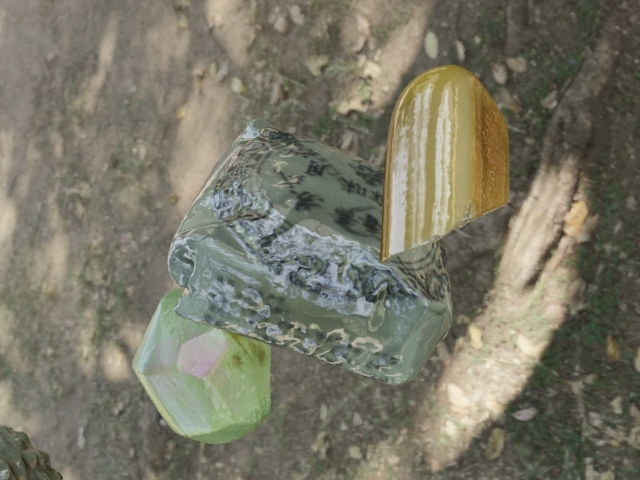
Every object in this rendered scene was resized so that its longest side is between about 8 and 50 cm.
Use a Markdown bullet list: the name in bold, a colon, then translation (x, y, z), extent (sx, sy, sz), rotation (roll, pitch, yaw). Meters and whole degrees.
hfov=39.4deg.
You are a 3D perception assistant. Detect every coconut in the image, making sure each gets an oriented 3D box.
- **coconut**: translation (-0.170, 0.177, 1.329), extent (0.204, 0.235, 0.236), rotation (-14, 67, 45)

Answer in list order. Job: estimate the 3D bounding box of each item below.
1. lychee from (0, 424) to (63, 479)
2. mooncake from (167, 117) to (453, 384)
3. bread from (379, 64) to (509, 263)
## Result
- **lychee**: translation (-0.366, 0.307, 0.880), extent (0.274, 0.255, 0.255), rotation (39, 108, 35)
- **mooncake**: translation (0.003, -0.004, 0.838), extent (0.250, 0.254, 0.136), rotation (-78, 9, -57)
- **bread**: translation (0.054, -0.023, 0.389), extent (0.049, 0.062, 0.103), rotation (-16, 50, 32)
